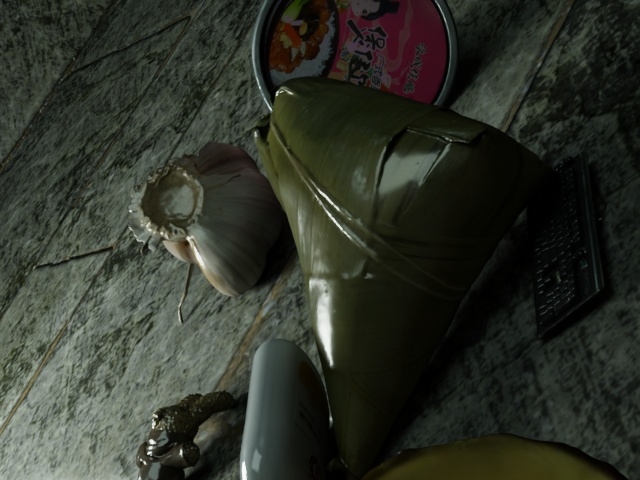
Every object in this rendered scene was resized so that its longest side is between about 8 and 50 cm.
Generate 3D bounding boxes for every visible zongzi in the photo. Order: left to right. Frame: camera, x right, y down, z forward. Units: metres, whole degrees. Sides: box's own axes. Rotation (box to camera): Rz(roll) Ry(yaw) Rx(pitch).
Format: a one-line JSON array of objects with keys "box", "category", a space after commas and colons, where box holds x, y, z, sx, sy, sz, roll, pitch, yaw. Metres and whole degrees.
[{"box": [0.000, 0.000, 1.737, 0.447, 0.181, 0.418, 26, 93, 52], "category": "zongzi"}]

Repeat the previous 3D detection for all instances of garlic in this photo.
[{"box": [-0.176, -0.003, 2.143, 0.257, 0.207, 0.207, -47, 22, 28], "category": "garlic"}]

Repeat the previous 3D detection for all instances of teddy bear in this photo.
[{"box": [-0.176, 0.236, 1.919, 0.119, 0.078, 0.160, -16, 40, 49], "category": "teddy bear"}]

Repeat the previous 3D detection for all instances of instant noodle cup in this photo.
[{"box": [0.045, -0.249, 2.074, 0.302, 0.258, 0.181, -46, 8, 9], "category": "instant noodle cup"}]

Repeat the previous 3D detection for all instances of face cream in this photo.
[{"box": [-0.036, 0.230, 1.592, 0.071, 0.144, 0.291, -14, 32, 13], "category": "face cream"}]

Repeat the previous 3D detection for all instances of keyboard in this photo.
[{"box": [0.237, 0.000, 1.576, 0.093, 0.025, 0.230, -42, 24, 28], "category": "keyboard"}]

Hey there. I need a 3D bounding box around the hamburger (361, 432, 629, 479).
[{"box": [0.105, 0.294, 1.091, 0.237, 0.276, 0.276, 96, -169, -51], "category": "hamburger"}]
